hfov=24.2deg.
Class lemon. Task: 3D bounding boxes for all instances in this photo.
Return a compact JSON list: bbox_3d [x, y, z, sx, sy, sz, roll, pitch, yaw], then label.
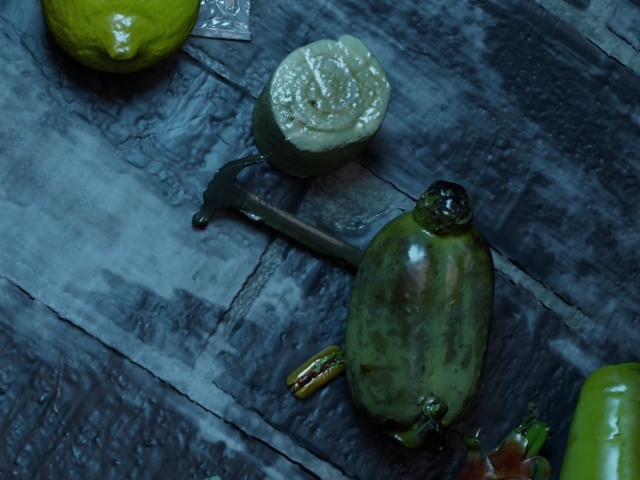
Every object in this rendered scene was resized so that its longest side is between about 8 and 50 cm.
[{"bbox_3d":[-0.227,-0.291,1.703,0.187,0.187,0.244,9,46,-10],"label":"lemon"}]

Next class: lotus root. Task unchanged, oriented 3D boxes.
[{"bbox_3d":[0.122,0.081,1.700,0.173,0.173,0.309,6,101,-11],"label":"lotus root"}]

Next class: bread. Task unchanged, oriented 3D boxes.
[{"bbox_3d":[0.001,-0.153,1.744,0.148,0.141,0.134,-32,86,-15],"label":"bread"},{"bbox_3d":[0.384,0.326,1.689,0.251,0.208,0.376,13,65,-2],"label":"bread"}]

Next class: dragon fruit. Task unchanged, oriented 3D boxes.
[{"bbox_3d":[0.206,0.288,1.710,0.135,0.137,0.236,14,72,28],"label":"dragon fruit"}]

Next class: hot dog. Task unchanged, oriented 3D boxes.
[{"bbox_3d":[-0.001,0.153,1.748,0.083,0.021,0.037,-37,90,-15],"label":"hot dog"}]

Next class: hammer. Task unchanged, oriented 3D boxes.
[{"bbox_3d":[0.000,0.000,1.761,0.297,0.027,0.125,29,110,-11],"label":"hammer"}]

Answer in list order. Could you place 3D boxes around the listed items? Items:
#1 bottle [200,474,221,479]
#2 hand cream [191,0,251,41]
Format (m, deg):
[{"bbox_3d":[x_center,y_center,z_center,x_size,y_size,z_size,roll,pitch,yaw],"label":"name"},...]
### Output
[{"bbox_3d":[-0.149,0.293,1.685,0.083,0.030,0.030,-22,85,-16],"label":"bottle"},{"bbox_3d":[-0.123,-0.371,1.809,0.084,0.050,0.257,1,82,-15],"label":"hand cream"}]
